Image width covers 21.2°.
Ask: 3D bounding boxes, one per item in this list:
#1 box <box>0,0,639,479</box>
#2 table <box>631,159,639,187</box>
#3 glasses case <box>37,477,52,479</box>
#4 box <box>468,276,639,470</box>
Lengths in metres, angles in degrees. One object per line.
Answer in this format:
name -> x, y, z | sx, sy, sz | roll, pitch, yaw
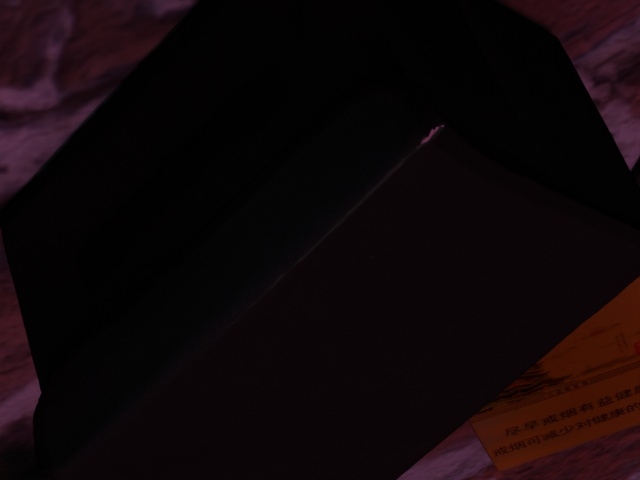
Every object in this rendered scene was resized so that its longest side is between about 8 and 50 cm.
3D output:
box -> 0.000, 0.001, 1.084 | 0.251, 0.204, 0.345 | 21, 126, -43
table -> 0.404, 0.001, 1.238 | 0.317, 0.249, 0.317 | -13, 142, -10
glasses case -> -0.131, 0.220, 1.400 | 0.308, 0.083, 0.128 | -4, 134, -21
box -> 0.181, 0.074, 1.356 | 0.174, 0.076, 0.274 | -21, 144, 8
